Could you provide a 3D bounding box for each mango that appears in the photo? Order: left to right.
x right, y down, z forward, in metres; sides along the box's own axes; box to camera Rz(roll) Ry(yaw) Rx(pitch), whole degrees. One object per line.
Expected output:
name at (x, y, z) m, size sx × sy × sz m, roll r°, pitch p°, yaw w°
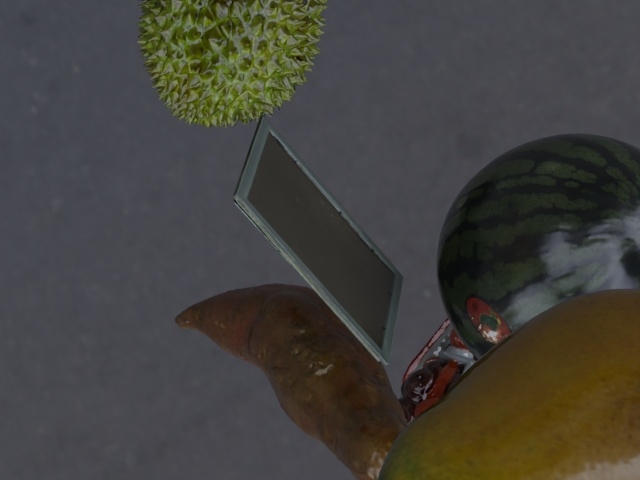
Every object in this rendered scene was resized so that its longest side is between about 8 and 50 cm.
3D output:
mango at (0.091, 0.080, 0.661) m, size 0.163 × 0.111 × 0.089 m, roll -39°, pitch 171°, yaw -38°

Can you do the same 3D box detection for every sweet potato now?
sweet potato at (-0.006, 0.105, 1.735) m, size 0.106 × 0.354 × 0.095 m, roll -40°, pitch 128°, yaw -12°

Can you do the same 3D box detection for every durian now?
durian at (-0.066, -0.185, 1.697) m, size 0.198 × 0.146 × 0.159 m, roll -57°, pitch 133°, yaw -32°

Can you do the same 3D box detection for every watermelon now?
watermelon at (0.197, 0.019, 1.555) m, size 0.212 × 0.212 × 0.212 m, roll -14°, pitch 132°, yaw -16°

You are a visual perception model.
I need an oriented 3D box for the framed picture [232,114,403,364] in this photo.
framed picture at (0.000, 0.000, 1.557) m, size 0.011 × 0.142 × 0.183 m, roll -34°, pitch 109°, yaw 22°

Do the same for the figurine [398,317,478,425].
figurine at (0.141, 0.181, 2.140) m, size 0.183 × 0.160 × 0.226 m, roll -54°, pitch 168°, yaw 29°
